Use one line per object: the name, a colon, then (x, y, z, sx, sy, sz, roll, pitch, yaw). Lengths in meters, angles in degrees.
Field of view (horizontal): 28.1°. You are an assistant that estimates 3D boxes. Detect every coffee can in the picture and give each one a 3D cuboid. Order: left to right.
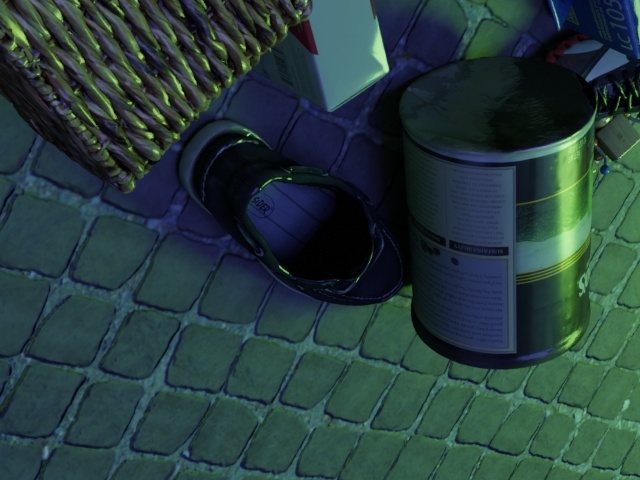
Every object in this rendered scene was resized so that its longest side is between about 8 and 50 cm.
coffee can: (0.190, -0.030, 1.370, 0.201, 0.201, 0.275, -26, 129, -25)

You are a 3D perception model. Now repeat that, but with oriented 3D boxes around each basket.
basket: (-0.186, -0.225, 0.938, 0.223, 0.213, 0.299, -47, 135, -10)

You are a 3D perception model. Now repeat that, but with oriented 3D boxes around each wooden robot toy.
wooden robot toy: (0.333, -0.131, 1.538, 0.173, 0.076, 0.079, -41, 99, -11)

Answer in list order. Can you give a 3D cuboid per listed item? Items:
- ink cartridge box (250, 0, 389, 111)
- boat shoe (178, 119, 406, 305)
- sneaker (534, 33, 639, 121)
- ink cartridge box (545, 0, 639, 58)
ink cartridge box: (-0.033, -0.206, 1.100, 0.072, 0.175, 0.127, -35, 133, -20)
boat shoe: (0.002, -0.004, 1.296, 0.127, 0.113, 0.340, -50, 136, -3)
sneaker: (0.345, -0.188, 1.447, 0.276, 0.135, 0.097, -31, 133, -19)
ink cartridge box: (0.346, -0.383, 1.321, 0.395, 0.151, 0.270, -40, 134, -11)
